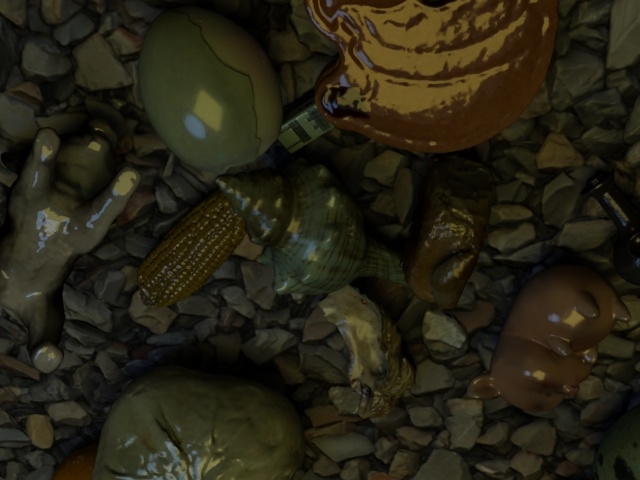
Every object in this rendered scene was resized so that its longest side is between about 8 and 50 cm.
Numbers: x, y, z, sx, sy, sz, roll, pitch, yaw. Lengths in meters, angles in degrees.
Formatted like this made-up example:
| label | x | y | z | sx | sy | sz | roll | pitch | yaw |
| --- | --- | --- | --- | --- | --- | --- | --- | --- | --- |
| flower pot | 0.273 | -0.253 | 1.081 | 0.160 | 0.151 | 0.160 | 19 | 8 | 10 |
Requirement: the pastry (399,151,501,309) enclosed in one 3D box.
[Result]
| label | x | y | z | sx | sy | sz | roll | pitch | yaw |
| --- | --- | --- | --- | --- | --- | --- | --- | --- | --- |
| pastry | 0.178 | -0.021 | 1.720 | 0.100 | 0.229 | 0.218 | 16 | 160 | 0 |

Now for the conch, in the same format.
| label | x | y | z | sx | sy | sz | roll | pitch | yaw |
| --- | --- | --- | --- | --- | --- | --- | --- | --- | --- |
| conch | -0.007 | 0.010 | 1.762 | 0.203 | 0.170 | 0.386 | 0 | 142 | 50 |

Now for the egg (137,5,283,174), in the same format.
| label | x | y | z | sx | sy | sz | roll | pitch | yaw |
| --- | --- | --- | --- | --- | --- | --- | --- | --- | --- |
| egg | -0.151 | -0.208 | 1.645 | 0.183 | 0.183 | 0.217 | -18 | 117 | 16 |

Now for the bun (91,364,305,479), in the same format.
| label | x | y | z | sx | sy | sz | roll | pitch | yaw |
| --- | --- | --- | --- | --- | --- | --- | --- | --- | --- |
| bun | -0.188 | 0.365 | 1.943 | 0.361 | 0.213 | 0.361 | -5 | 109 | -14 |

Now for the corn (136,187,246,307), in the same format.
| label | x | y | z | sx | sy | sz | roll | pitch | yaw |
| --- | --- | --- | --- | --- | --- | --- | --- | --- | --- |
| corn | -0.184 | 0.007 | 1.837 | 0.097 | 0.097 | 0.261 | 38 | 114 | -17 |

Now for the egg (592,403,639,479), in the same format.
| label | x | y | z | sx | sy | sz | roll | pitch | yaw |
| --- | --- | --- | --- | --- | --- | --- | --- | --- | --- |
| egg | 0.526 | 0.336 | 1.924 | 0.228 | 0.177 | 0.177 | -24 | 117 | 35 |

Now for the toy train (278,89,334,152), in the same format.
| label | x | y | z | sx | sy | sz | roll | pitch | yaw |
| --- | --- | --- | --- | --- | --- | --- | --- | --- | --- |
| toy train | 0.039 | -0.204 | 1.707 | 0.234 | 0.051 | 0.052 | -30 | 118 | 22 |

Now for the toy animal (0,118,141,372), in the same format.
| label | x | y | z | sx | sy | sz | roll | pitch | yaw |
| --- | --- | --- | --- | --- | --- | --- | --- | --- | --- |
| toy animal | -0.393 | -0.025 | 1.775 | 0.194 | 0.303 | 0.344 | 28 | 96 | -17 |

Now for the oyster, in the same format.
| label | x | y | z | sx | sy | sz | roll | pitch | yaw |
| --- | --- | --- | --- | --- | --- | --- | --- | --- | --- |
| oyster | 0.086 | 0.164 | 1.904 | 0.107 | 0.161 | 0.233 | -22 | 122 | -19 |

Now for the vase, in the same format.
| label | x | y | z | sx | sy | sz | roll | pitch | yaw |
| --- | --- | --- | --- | --- | --- | --- | --- | --- | --- |
| vase | 0.444 | -0.021 | 1.755 | 0.120 | 0.120 | 0.183 | -39 | 93 | 25 |

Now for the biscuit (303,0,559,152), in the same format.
| label | x | y | z | sx | sy | sz | roll | pitch | yaw |
| --- | --- | --- | --- | --- | --- | --- | --- | --- | --- |
| biscuit | 0.148 | -0.328 | 1.585 | 0.349 | 0.078 | 0.455 | -8 | 116 | 0 |

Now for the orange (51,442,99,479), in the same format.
| label | x | y | z | sx | sy | sz | roll | pitch | yaw |
| --- | --- | --- | --- | --- | --- | --- | --- | --- | --- |
| orange | -0.369 | 0.430 | 2.088 | 0.177 | 0.155 | 0.178 | 4 | 110 | 10 |

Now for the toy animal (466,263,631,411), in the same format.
| label | x | y | z | sx | sy | sz | roll | pitch | yaw |
| --- | --- | --- | --- | --- | --- | --- | --- | --- | --- |
| toy animal | 0.339 | 0.145 | 1.834 | 0.166 | 0.154 | 0.250 | 13 | 120 | -29 |
